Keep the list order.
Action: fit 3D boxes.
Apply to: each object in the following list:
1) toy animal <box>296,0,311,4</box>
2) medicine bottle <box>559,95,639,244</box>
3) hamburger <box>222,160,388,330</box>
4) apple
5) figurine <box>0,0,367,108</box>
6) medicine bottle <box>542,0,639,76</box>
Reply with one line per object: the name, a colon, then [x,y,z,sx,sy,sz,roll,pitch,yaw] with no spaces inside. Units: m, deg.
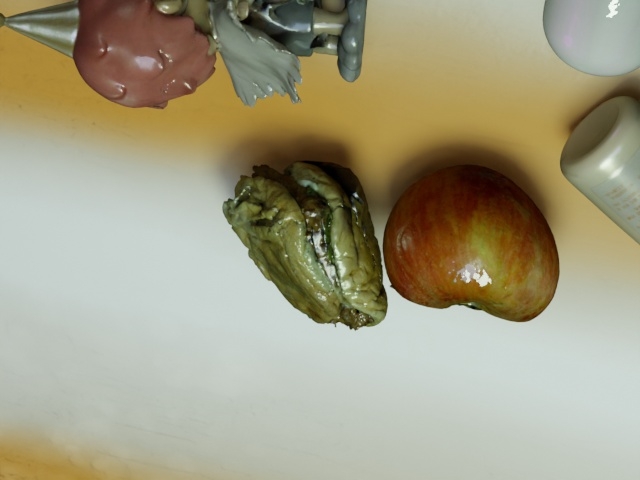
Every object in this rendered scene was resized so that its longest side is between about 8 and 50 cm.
toy animal: [-0.039,-0.362,1.850,0.090,0.170,0.255,-26,100,20]
medicine bottle: [0.377,-0.038,2.038,0.252,0.114,0.114,40,123,-18]
hamburger: [0.000,0.000,2.115,0.130,0.183,0.206,-39,122,-15]
apple: [0.166,0.008,2.075,0.195,0.173,0.160,8,129,0]
figurine: [-0.145,-0.219,1.986,0.387,0.166,0.207,2,163,1]
medicine bottle: [0.302,-0.314,1.840,0.130,0.130,0.341,11,127,2]
